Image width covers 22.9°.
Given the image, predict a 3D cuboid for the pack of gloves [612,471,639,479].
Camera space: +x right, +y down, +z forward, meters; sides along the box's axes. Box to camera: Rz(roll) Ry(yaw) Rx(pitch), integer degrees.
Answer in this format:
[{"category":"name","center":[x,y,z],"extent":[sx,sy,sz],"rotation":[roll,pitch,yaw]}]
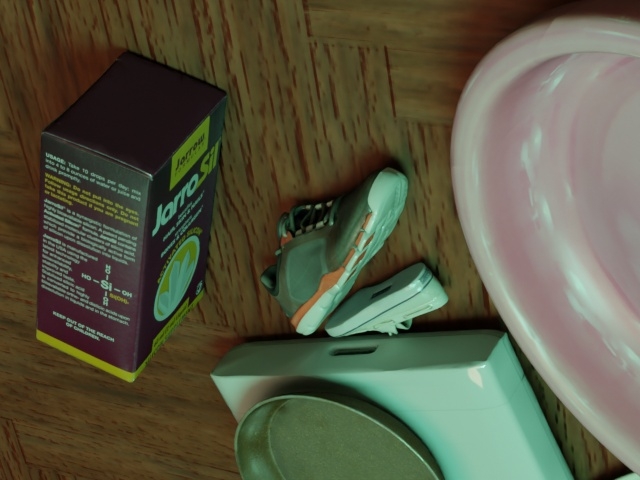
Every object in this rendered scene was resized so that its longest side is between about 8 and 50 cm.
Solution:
[{"category":"pack of gloves","center":[0.298,0.185,1.002],"extent":[0.195,0.046,0.232],"rotation":[41,146,-2]}]

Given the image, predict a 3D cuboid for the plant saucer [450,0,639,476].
[{"category":"plant saucer","center":[0.212,0.014,0.815],"extent":[0.332,0.084,0.332],"rotation":[40,152,26]}]

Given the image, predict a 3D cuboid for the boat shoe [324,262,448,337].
[{"category":"boat shoe","center":[0.044,0.047,1.041],"extent":[0.035,0.035,0.100],"rotation":[46,132,-16]}]

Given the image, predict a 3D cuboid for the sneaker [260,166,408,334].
[{"category":"sneaker","center":[0.000,0.000,1.014],"extent":[0.065,0.061,0.158],"rotation":[40,135,6]}]

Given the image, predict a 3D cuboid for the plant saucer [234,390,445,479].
[{"category":"plant saucer","center":[0.020,0.162,1.074],"extent":[0.168,0.029,0.168],"rotation":[19,135,20]}]

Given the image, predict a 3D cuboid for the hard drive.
[{"category":"hard drive","center":[0.092,0.218,1.129],"extent":[0.233,0.047,0.353],"rotation":[-6,122,37]}]

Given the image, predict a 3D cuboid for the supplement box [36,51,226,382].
[{"category":"supplement box","center":[-0.127,-0.014,1.046],"extent":[0.081,0.104,0.188],"rotation":[23,133,13]}]
